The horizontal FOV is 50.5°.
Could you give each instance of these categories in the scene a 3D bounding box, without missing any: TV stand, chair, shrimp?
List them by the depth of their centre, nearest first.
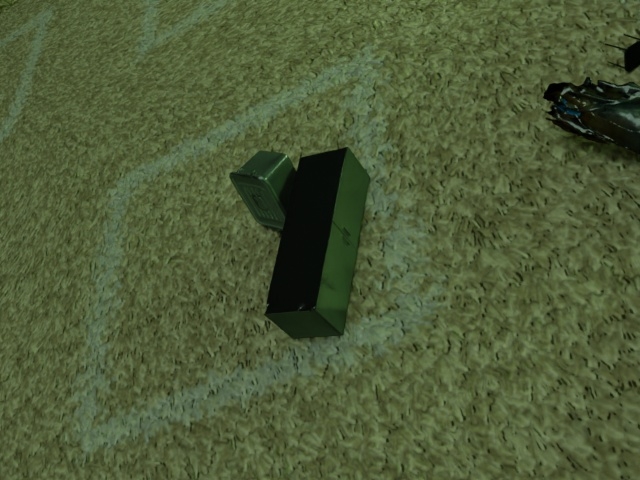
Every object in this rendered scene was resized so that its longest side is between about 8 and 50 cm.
[{"bbox_3d":[0.424,-0.192,0.815,0.290,0.054,0.222,19,78,34],"label":"shrimp"},{"bbox_3d":[0.419,-0.244,0.892,0.042,0.037,0.086,-37,39,-12],"label":"chair"},{"bbox_3d":[0.000,0.000,0.966,0.088,0.083,0.269,-9,54,28],"label":"TV stand"}]

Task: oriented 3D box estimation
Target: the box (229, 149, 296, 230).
[{"bbox_3d":[-0.075,-0.080,1.055,0.084,0.122,0.069,15,55,39],"label":"box"}]
